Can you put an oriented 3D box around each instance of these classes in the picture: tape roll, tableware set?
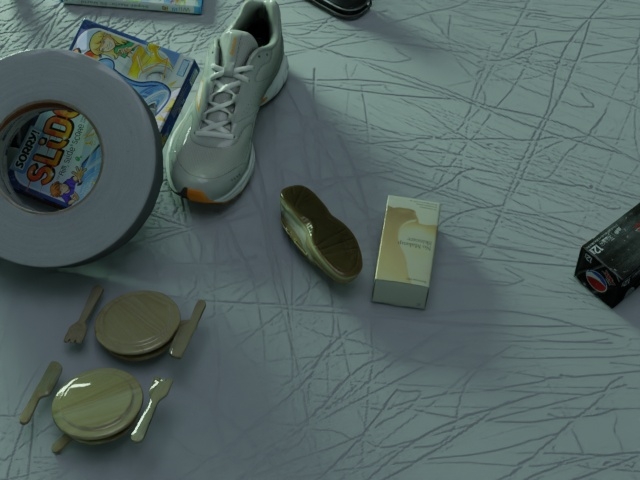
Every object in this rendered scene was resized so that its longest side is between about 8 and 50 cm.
[{"bbox_3d":[-0.270,-0.081,1.639,0.219,0.072,0.219,0,88,1],"label":"tape roll"},{"bbox_3d":[-0.194,0.127,1.576,0.128,0.039,0.194,8,45,16],"label":"tableware set"}]

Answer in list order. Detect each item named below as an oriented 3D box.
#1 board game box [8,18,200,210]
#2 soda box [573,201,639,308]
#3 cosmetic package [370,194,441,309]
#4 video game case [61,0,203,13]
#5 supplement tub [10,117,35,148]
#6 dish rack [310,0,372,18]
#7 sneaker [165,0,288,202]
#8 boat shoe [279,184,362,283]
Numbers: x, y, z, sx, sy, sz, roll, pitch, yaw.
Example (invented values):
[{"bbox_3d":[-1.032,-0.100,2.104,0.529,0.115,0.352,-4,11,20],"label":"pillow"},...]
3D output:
[{"bbox_3d":[-0.231,-0.122,1.722,0.136,0.035,0.201,21,77,12],"label":"board game box"},{"bbox_3d":[0.346,-0.003,1.710,0.169,0.053,0.060,-35,62,-27],"label":"soda box"},{"bbox_3d":[0.089,0.012,1.686,0.060,0.041,0.115,8,51,1],"label":"cosmetic package"},{"bbox_3d":[-0.220,-0.322,1.941,0.166,0.015,0.119,4,51,-1],"label":"video game case"},{"bbox_3d":[-0.404,-0.151,1.735,0.197,0.106,0.106,12,52,4],"label":"supplement tub"},{"bbox_3d":[0.038,-0.406,1.996,0.208,0.074,0.271,33,55,19],"label":"dish rack"},{"bbox_3d":[-0.103,-0.159,1.755,0.099,0.121,0.262,12,52,6],"label":"sneaker"},{"bbox_3d":[0.000,0.000,1.685,0.050,0.045,0.135,-14,50,-25],"label":"boat shoe"}]
